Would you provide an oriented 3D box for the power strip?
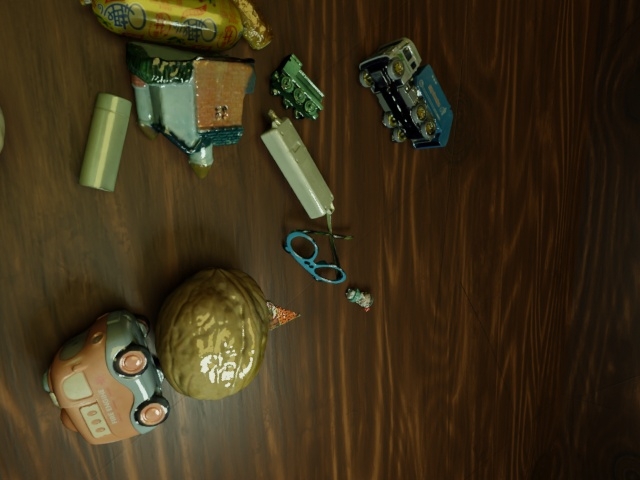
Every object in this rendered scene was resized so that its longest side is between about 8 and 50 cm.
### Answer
[{"bbox_3d":[-0.062,-0.207,1.140,0.338,0.058,0.098,59,36,-26],"label":"power strip"}]

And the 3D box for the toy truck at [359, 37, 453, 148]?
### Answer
[{"bbox_3d":[0.279,-0.444,1.287,0.367,0.146,0.175,49,65,-32],"label":"toy truck"}]

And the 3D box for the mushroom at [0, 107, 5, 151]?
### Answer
[{"bbox_3d":[-0.673,-0.151,0.623,0.353,0.325,0.353,14,72,-51],"label":"mushroom"}]

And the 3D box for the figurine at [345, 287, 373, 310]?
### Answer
[{"bbox_3d":[0.130,0.195,1.367,0.106,0.047,0.060,25,76,-31],"label":"figurine"}]

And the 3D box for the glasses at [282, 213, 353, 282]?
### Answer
[{"bbox_3d":[0.020,0.005,1.227,0.239,0.102,0.207,43,76,-30],"label":"glasses"}]

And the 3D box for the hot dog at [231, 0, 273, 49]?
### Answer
[{"bbox_3d":[-0.215,-0.602,0.986,0.083,0.068,0.289,-45,120,-10],"label":"hot dog"}]

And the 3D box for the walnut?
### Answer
[{"bbox_3d":[-0.259,0.219,1.000,0.277,0.252,0.313,-1,99,-31],"label":"walnut"}]

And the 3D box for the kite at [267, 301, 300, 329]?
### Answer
[{"bbox_3d":[-0.171,0.235,1.205,0.222,0.008,0.125,33,81,-33],"label":"kite"}]

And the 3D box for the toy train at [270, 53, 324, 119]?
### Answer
[{"bbox_3d":[-0.059,-0.412,1.121,0.170,0.071,0.111,39,71,-32],"label":"toy train"}]

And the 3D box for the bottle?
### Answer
[{"bbox_3d":[-0.469,-0.212,0.893,0.072,0.072,0.201,12,92,-34],"label":"bottle"}]

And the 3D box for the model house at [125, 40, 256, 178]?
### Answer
[{"bbox_3d":[-0.299,-0.290,0.948,0.253,0.184,0.291,-13,120,-36],"label":"model house"}]

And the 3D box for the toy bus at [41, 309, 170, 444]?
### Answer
[{"bbox_3d":[-0.481,0.315,0.928,0.232,0.194,0.288,-19,110,-15],"label":"toy bus"}]

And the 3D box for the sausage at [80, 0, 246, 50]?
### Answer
[{"bbox_3d":[-0.326,-0.494,0.892,0.347,0.123,0.123,-3,101,-27],"label":"sausage"}]
